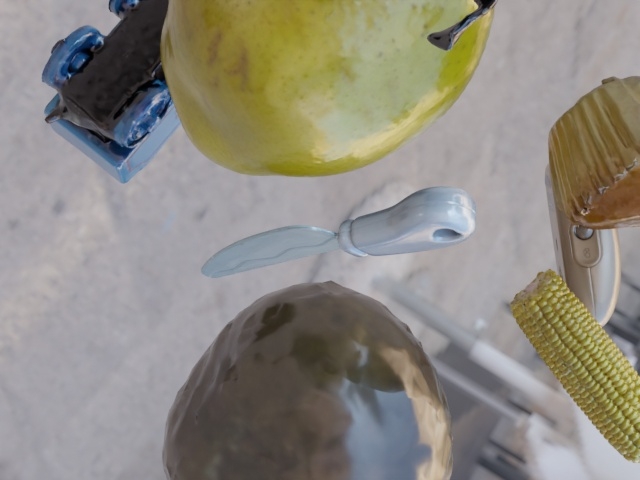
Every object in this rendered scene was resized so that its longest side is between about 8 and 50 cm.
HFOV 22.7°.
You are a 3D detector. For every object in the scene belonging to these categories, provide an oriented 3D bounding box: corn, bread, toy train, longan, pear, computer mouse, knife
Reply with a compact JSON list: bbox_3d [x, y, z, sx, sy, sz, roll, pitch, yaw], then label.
[{"bbox_3d":[0.316,0.149,1.858,0.081,0.248,0.081,-37,178,-1],"label":"corn"},{"bbox_3d":[0.460,-0.099,1.828,0.236,0.388,0.183,57,23,-69],"label":"bread"},{"bbox_3d":[-0.256,-0.242,2.269,0.300,0.188,0.265,-51,174,-11],"label":"toy train"},{"bbox_3d":[-0.008,0.282,2.281,0.436,0.404,0.404,-54,163,16],"label":"longan"},{"bbox_3d":[0.000,-0.256,1.817,0.418,0.362,0.362,-33,179,36],"label":"pear"},{"bbox_3d":[0.345,-0.001,2.072,0.145,0.082,0.237,-29,112,-85],"label":"computer mouse"},{"bbox_3d":[-0.001,-0.001,1.554,0.080,0.331,0.044,29,57,-50],"label":"knife"}]

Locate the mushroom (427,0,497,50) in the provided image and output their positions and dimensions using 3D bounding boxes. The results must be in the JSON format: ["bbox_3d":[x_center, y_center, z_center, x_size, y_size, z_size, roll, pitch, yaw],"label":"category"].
[{"bbox_3d":[0.087,-0.285,1.073,0.362,0.362,0.295,-35,144,-49],"label":"mushroom"}]
